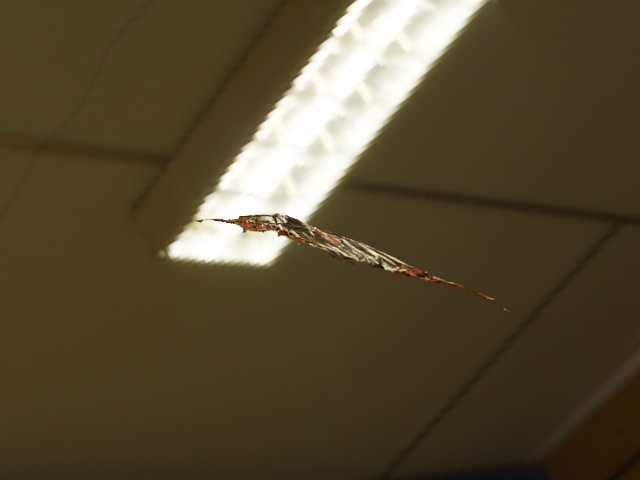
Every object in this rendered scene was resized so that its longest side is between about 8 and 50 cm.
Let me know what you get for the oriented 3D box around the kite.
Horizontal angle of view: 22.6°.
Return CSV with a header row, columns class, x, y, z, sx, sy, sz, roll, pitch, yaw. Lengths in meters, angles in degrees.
class,x,y,z,sx,sy,sz,roll,pitch,yaw
kite,0.000,-0.001,1.006,0.222,0.125,0.008,16,-83,-27
